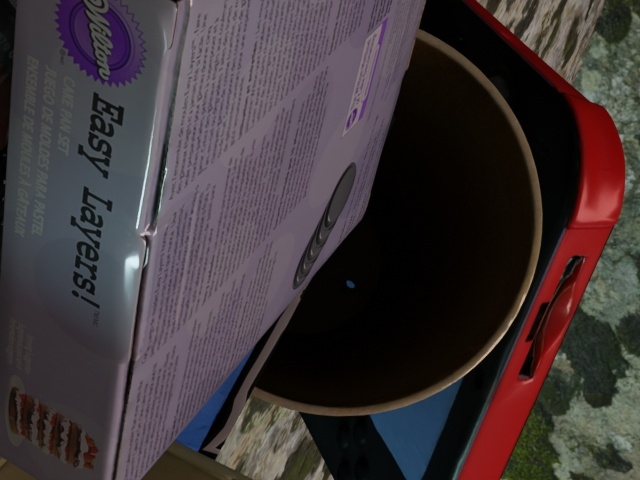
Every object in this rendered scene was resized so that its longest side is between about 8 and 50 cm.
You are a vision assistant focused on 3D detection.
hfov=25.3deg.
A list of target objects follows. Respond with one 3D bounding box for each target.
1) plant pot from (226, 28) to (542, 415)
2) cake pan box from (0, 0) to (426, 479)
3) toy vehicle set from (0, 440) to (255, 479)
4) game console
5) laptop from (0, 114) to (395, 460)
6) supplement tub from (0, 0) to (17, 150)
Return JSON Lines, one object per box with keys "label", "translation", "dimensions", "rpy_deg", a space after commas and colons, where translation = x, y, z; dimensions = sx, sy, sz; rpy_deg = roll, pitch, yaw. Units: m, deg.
{"label": "plant pot", "translation": [0.000, 0.000, 0.946], "dimensions": [0.237, 0.237, 0.254], "rpy_deg": [-62, -179, -10]}
{"label": "cake pan box", "translation": [-0.033, -0.056, 0.581], "dimensions": [0.246, 0.070, 0.267], "rpy_deg": [-52, 162, -46]}
{"label": "toy vehicle set", "translation": [-0.107, 0.172, 0.576], "dimensions": [0.267, 0.166, 0.035], "rpy_deg": [-47, 158, -55]}
{"label": "game console", "translation": [0.068, 0.013, 1.081], "dimensions": [0.060, 0.342, 0.386], "rpy_deg": [4, 120, -30]}
{"label": "laptop", "translation": [-0.087, -0.032, 0.704], "dimensions": [0.234, 0.136, 0.264], "rpy_deg": [-62, 165, -9]}
{"label": "supplement tub", "translation": [-0.108, -0.132, 0.529], "dimensions": [0.198, 0.106, 0.106], "rpy_deg": [-58, 164, -25]}
